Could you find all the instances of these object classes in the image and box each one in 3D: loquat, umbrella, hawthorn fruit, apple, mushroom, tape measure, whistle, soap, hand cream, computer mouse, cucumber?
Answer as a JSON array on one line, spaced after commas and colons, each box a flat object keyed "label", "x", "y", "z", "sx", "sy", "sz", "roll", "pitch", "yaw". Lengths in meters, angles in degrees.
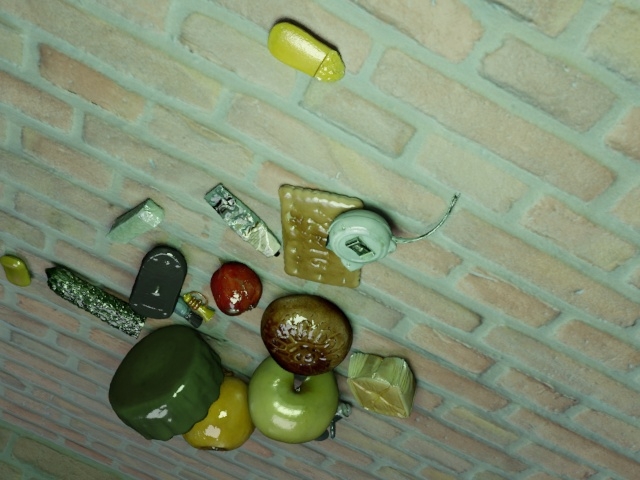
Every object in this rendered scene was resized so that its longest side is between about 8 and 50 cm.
[{"label": "loquat", "x": -0.336, "y": 0.570, "z": 2.331, "sx": 0.274, "sy": 0.275, "sz": 0.275, "roll": 12, "pitch": 138, "yaw": 11}, {"label": "umbrella", "x": -0.457, "y": 0.185, "z": 2.126, "sx": 0.053, "sy": 0.052, "sz": 0.250, "roll": -36, "pitch": 118, "yaw": 10}, {"label": "hawthorn fruit", "x": -0.241, "y": 0.125, "z": 1.929, "sx": 0.172, "sy": 0.148, "sz": 0.148, "roll": 54, "pitch": 136, "yaw": 4}, {"label": "apple", "x": -0.088, "y": 0.488, "z": 2.156, "sx": 0.292, "sy": 0.292, "sz": 0.254, "roll": 21, "pitch": 144, "yaw": 0}, {"label": "mushroom", "x": -0.048, "y": 0.274, "z": 1.974, "sx": 0.278, "sy": 0.163, "sz": 0.297, "roll": -11, "pitch": 131, "yaw": 31}, {"label": "tape measure", "x": 0.159, "y": -0.031, "z": 1.584, "sx": 0.330, "sy": 0.084, "sz": 0.164, "roll": -27, "pitch": 132, "yaw": 34}, {"label": "whistle", "x": -0.371, "y": 0.199, "z": 2.120, "sx": 0.109, "sy": 0.046, "sz": 0.057, "roll": 46, "pitch": 148, "yaw": -18}, {"label": "soap", "x": -0.025, "y": -0.369, "z": 1.368, "sx": 0.168, "sy": 0.033, "sz": 0.089, "roll": 25, "pitch": 142, "yaw": -6}, {"label": "hand cream", "x": -0.192, "y": -0.045, "z": 1.787, "sx": 0.075, "sy": 0.052, "sz": 0.248, "roll": -37, "pitch": 109, "yaw": 20}, {"label": "soap", "x": -0.996, "y": 0.098, "z": 2.267, "sx": 0.088, "sy": 0.045, "sz": 0.140, "roll": 13, "pitch": 138, "yaw": 6}, {"label": "computer mouse", "x": -0.463, "y": 0.110, "z": 2.011, "sx": 0.137, "sy": 0.086, "sz": 0.270, "roll": 19, "pitch": 123, "yaw": -11}, {"label": "cucumber", "x": -0.727, "y": 0.194, "z": 2.222, "sx": 0.359, "sy": 0.096, "sz": 0.096, "roll": 30, "pitch": 138, "yaw": -12}]

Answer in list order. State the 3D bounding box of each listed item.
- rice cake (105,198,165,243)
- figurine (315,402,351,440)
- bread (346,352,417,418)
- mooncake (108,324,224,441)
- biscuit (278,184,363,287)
[{"label": "rice cake", "x": -0.502, "y": -0.048, "z": 1.891, "sx": 0.069, "sy": 0.063, "sz": 0.206, "roll": 38, "pitch": 138, "yaw": -27}, {"label": "figurine", "x": 0.010, "y": 0.606, "z": 2.333, "sx": 0.193, "sy": 0.140, "sz": 0.265, "roll": 30, "pitch": 156, "yaw": -35}, {"label": "bread", "x": 0.186, "y": 0.429, "z": 2.085, "sx": 0.192, "sy": 0.110, "sz": 0.210, "roll": 1, "pitch": 135, "yaw": 30}, {"label": "mooncake", "x": -0.484, "y": 0.455, "z": 2.205, "sx": 0.356, "sy": 0.356, "sz": 0.194, "roll": -9, "pitch": 134, "yaw": 30}, {"label": "biscuit", "x": 0.000, "y": 0.000, "z": 1.750, "sx": 0.217, "sy": 0.044, "sz": 0.325, "roll": 13, "pitch": 139, "yaw": 11}]
